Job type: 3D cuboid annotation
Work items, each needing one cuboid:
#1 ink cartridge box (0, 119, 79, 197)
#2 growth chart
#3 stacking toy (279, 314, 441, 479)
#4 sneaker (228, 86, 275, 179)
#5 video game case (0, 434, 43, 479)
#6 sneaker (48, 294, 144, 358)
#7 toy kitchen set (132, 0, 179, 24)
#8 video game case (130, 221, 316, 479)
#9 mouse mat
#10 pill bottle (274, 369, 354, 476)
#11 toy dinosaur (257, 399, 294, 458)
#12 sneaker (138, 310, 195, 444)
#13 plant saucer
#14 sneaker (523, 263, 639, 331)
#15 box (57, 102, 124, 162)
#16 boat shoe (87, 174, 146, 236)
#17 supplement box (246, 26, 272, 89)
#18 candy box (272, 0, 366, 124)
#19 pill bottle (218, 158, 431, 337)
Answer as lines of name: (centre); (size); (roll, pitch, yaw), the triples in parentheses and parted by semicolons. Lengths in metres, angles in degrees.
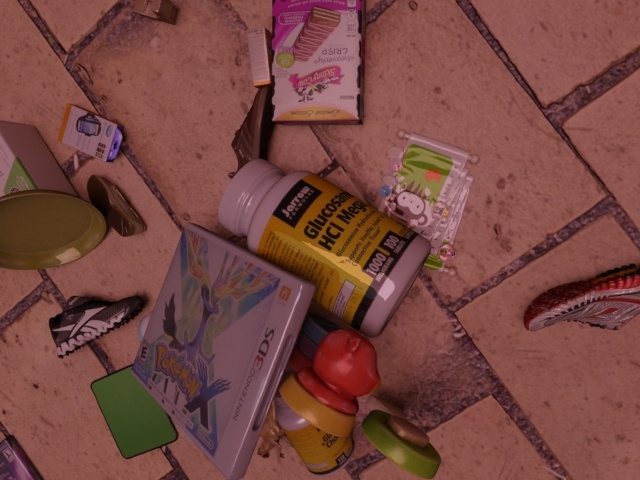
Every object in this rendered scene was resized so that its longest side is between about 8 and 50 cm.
ink cartridge box: (-0.673, -0.085, 1.017); (0.272, 0.115, 0.198); (-34, 88, 14)
growth chart: (0.183, -0.068, 0.882); (0.171, 0.021, 0.238); (13, 98, 12)
stacking toy: (0.082, 0.226, 0.810); (0.279, 0.309, 0.130); (32, 91, -6)
sneaker: (-0.132, -0.189, 0.903); (0.071, 0.066, 0.189); (15, 108, 13)
video game case: (-0.712, 0.617, 1.151); (0.196, 0.026, 0.274); (-37, 87, 14)
sneaker: (-0.475, 0.153, 1.020); (0.234, 0.078, 0.106); (-28, 92, 16)
toy kitchen set: (-0.314, -0.457, 0.918); (0.083, 0.075, 0.068); (17, 99, 6)
video game case: (-0.177, 0.153, 0.796); (0.329, 0.036, 0.300); (22, 92, 43)
mouse mat: (-0.404, 0.369, 1.065); (0.152, 0.007, 0.190); (-24, 90, 14)
pill bottle: (-0.017, 0.331, 0.904); (0.103, 0.103, 0.184); (-23, 109, 14)
toy dinosaur: (-0.087, 0.362, 0.972); (0.092, 0.053, 0.183); (10, 98, 12)
sneaker: (-0.195, 0.244, 0.946); (0.208, 0.127, 0.319); (-30, 90, 15)
plant saucer: (-0.546, -0.024, 0.952); (0.241, 0.241, 0.037); (-33, 61, 14)
sneaker: (0.451, 0.114, 0.809); (0.225, 0.088, 0.093); (-19, 93, 14)
box: (-0.462, -0.215, 1.002); (0.136, 0.028, 0.081); (24, 101, 6)
boat shoe: (-0.417, -0.072, 1.005); (0.153, 0.048, 0.056); (46, 113, 11)
supplement box: (-0.102, -0.326, 0.893); (0.036, 0.062, 0.099); (-5, 96, 13)
candy box: (-0.002, -0.324, 0.867); (0.159, 0.071, 0.234); (1, 97, 12)
pill bottle: (0.000, 0.000, 0.835); (0.333, 0.188, 0.188); (31, 102, 14)
